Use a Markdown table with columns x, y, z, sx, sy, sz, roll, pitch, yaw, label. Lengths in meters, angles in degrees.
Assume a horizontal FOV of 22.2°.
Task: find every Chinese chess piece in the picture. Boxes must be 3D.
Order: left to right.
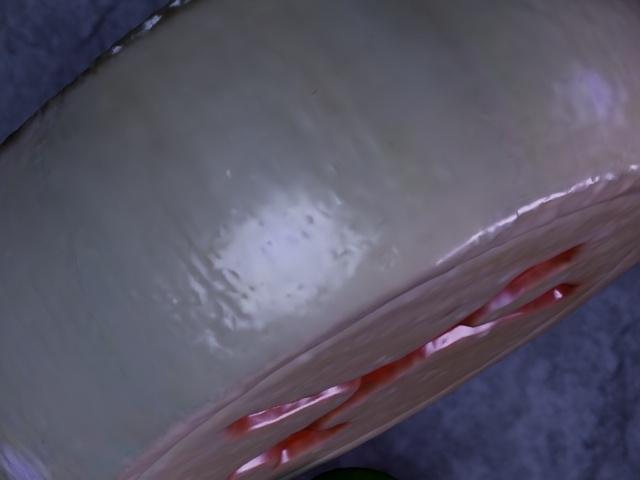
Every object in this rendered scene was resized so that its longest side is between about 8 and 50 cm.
| x | y | z | sx | sy | sz | roll | pitch | yaw | label |
| --- | --- | --- | --- | --- | --- | --- | --- | --- | --- |
| 0.000 | 0.000 | 0.696 | 0.338 | 0.338 | 0.140 | -36 | 74 | 14 | Chinese chess piece |

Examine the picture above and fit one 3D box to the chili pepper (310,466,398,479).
| x | y | z | sx | sy | sz | roll | pitch | yaw | label |
| --- | --- | --- | --- | --- | --- | --- | --- | --- | --- |
| -0.091 | 0.238 | 0.835 | 0.385 | 0.213 | 0.167 | -27 | 71 | 11 | chili pepper |
